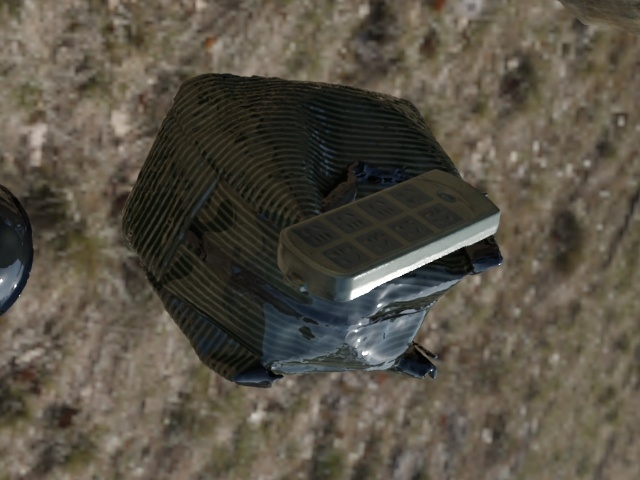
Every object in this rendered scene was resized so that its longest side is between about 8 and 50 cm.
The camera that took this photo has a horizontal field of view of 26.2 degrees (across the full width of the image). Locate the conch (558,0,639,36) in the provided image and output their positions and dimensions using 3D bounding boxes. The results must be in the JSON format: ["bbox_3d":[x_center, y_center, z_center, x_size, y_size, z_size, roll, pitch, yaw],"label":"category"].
[{"bbox_3d":[0.314,-0.323,1.489,0.263,0.186,0.324,53,47,4],"label":"conch"}]

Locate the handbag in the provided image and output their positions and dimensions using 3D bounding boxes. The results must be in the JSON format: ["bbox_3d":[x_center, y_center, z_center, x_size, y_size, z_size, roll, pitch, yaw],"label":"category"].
[{"bbox_3d":[0.000,0.000,1.323,0.341,0.240,0.247,4,125,-40],"label":"handbag"}]

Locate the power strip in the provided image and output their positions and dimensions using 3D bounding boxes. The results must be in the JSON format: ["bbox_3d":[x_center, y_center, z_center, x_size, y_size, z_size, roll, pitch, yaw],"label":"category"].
[{"bbox_3d":[0.061,-0.009,1.104,0.227,0.080,0.029,-23,133,-38],"label":"power strip"}]

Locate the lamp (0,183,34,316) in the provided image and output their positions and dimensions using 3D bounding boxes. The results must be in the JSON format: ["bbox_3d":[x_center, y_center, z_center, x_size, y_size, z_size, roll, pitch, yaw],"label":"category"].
[{"bbox_3d":[-0.364,-0.007,1.166,0.227,0.172,0.147,34,63,-73],"label":"lamp"}]
